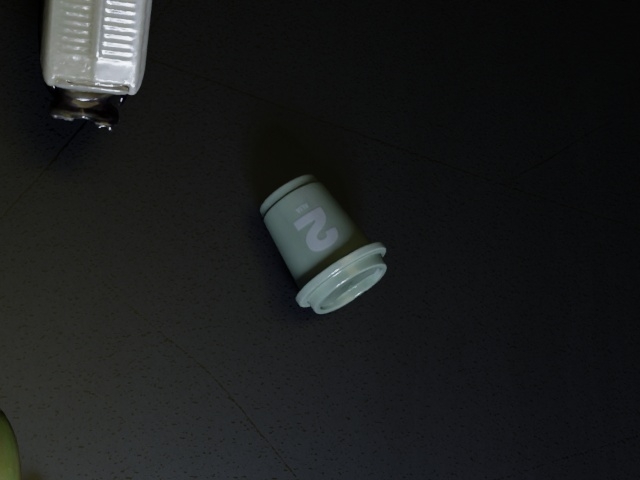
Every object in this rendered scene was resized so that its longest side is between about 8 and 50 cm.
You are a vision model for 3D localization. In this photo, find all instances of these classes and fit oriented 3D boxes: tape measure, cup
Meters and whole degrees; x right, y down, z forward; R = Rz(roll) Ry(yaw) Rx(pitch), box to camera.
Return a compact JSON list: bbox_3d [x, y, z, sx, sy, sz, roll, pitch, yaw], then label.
[{"bbox_3d":[-0.248,-0.277,1.068,0.132,0.231,0.271,2,109,-15],"label":"tape measure"},{"bbox_3d":[0.000,0.000,1.149,0.120,0.120,0.141,-21,71,-31],"label":"cup"}]

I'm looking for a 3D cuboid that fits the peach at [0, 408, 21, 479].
[{"bbox_3d":[-0.393,0.190,0.801,0.292,0.247,0.293,-1,91,-38],"label":"peach"}]
